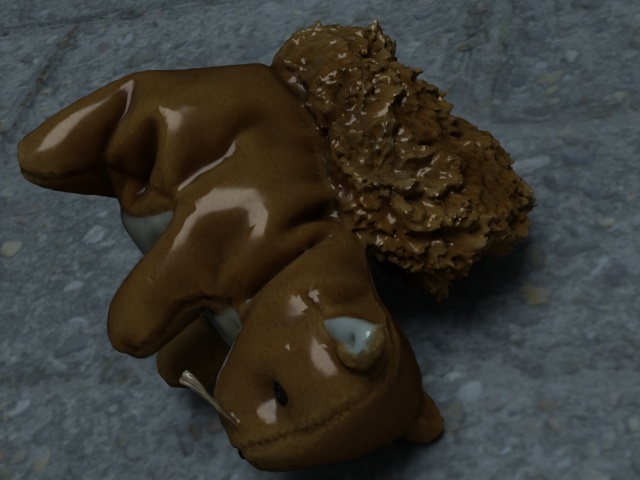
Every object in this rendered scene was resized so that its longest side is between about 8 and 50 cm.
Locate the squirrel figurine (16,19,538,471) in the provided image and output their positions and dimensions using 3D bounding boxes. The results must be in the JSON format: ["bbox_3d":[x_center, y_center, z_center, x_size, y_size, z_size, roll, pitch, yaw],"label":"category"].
[{"bbox_3d":[0.000,0.000,0.956,0.397,0.281,0.370,-34,48,-6],"label":"squirrel figurine"}]
